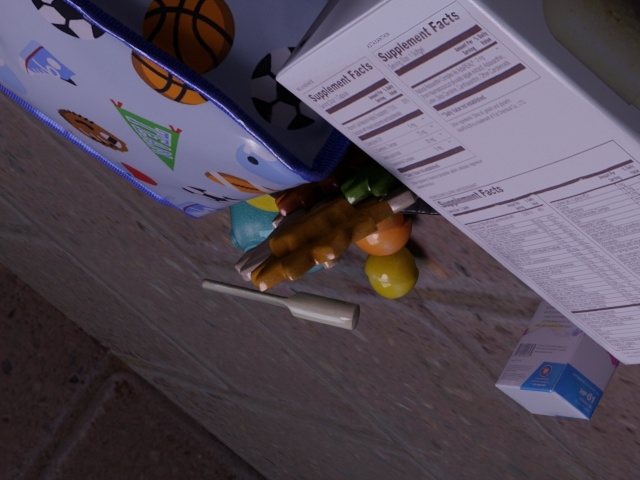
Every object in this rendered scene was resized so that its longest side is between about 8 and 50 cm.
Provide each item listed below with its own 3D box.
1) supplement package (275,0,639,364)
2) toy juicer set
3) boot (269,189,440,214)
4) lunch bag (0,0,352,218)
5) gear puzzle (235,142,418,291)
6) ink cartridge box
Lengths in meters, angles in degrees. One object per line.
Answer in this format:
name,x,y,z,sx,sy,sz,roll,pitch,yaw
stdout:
supplement package,0.160,-0.095,0.710,0.263,0.199,0.198,38,161,-13
toy juicer set,0.000,0.000,1.458,0.209,0.089,0.329,21,154,-2
boot,0.051,-0.048,1.128,0.198,0.076,0.137,12,-178,17
lunch bag,-0.148,-0.210,0.906,0.385,0.239,0.328,32,165,-13
gear puzzle,0.021,-0.045,0.885,0.175,0.339,0.044,-27,101,24
ink cartridge box,0.219,0.090,1.224,0.052,0.122,0.088,36,163,-20
